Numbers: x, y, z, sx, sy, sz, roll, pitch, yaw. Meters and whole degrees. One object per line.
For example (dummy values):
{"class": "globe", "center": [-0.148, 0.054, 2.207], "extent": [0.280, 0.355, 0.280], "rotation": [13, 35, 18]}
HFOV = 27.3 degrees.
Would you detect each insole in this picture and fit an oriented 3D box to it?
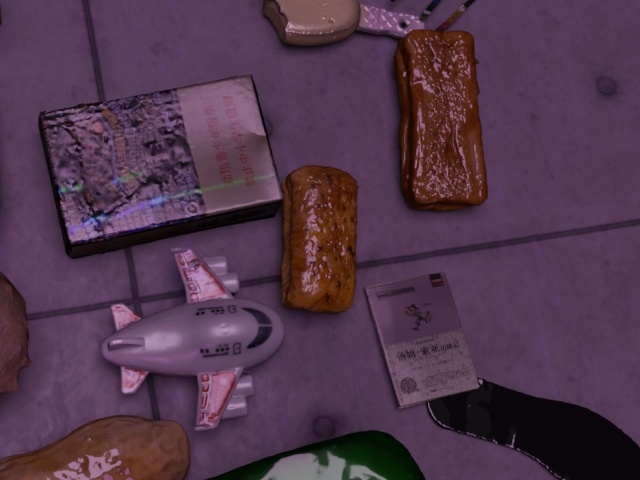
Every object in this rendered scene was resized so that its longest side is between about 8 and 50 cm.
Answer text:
{"class": "insole", "center": [0.315, 0.277, 1.893], "extent": [0.348, 0.009, 0.119], "rotation": [21, 71, -6]}

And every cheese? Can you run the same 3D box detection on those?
{"class": "cheese", "center": [0.036, -0.338, 1.977], "extent": [0.255, 0.050, 0.127], "rotation": [11, 70, -13]}

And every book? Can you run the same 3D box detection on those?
{"class": "book", "center": [0.145, 0.140, 1.886], "extent": [0.127, 0.014, 0.182], "rotation": [-11, 74, -14]}

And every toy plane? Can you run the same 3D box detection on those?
{"class": "toy plane", "center": [-0.170, 0.133, 1.778], "extent": [0.252, 0.118, 0.252], "rotation": [3, 76, -13]}

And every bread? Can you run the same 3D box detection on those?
{"class": "bread", "center": [0.000, 0.000, 1.855], "extent": [0.114, 0.083, 0.211], "rotation": [8, 76, -34]}
{"class": "bread", "center": [0.182, -0.179, 1.951], "extent": [0.139, 0.077, 0.271], "rotation": [-1, 77, -15]}

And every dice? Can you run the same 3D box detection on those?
{"class": "dice", "center": [-0.011, 0.415, 1.644], "extent": [0.300, 0.287, 0.297], "rotation": [-15, 79, -14]}

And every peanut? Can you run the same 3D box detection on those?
{"class": "peanut", "center": [-0.313, 0.315, 1.690], "extent": [0.313, 0.149, 0.149], "rotation": [-25, 82, -19]}

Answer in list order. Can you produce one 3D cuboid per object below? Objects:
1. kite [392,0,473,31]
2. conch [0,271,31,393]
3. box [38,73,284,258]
{"class": "kite", "center": [0.224, -0.428, 2.053], "extent": [0.152, 0.015, 0.285], "rotation": [43, 65, 1]}
{"class": "conch", "center": [-0.507, 0.083, 1.686], "extent": [0.263, 0.186, 0.324], "rotation": [-4, 102, 0]}
{"class": "box", "center": [-0.222, -0.105, 1.846], "extent": [0.310, 0.084, 0.198], "rotation": [-12, 79, -14]}
